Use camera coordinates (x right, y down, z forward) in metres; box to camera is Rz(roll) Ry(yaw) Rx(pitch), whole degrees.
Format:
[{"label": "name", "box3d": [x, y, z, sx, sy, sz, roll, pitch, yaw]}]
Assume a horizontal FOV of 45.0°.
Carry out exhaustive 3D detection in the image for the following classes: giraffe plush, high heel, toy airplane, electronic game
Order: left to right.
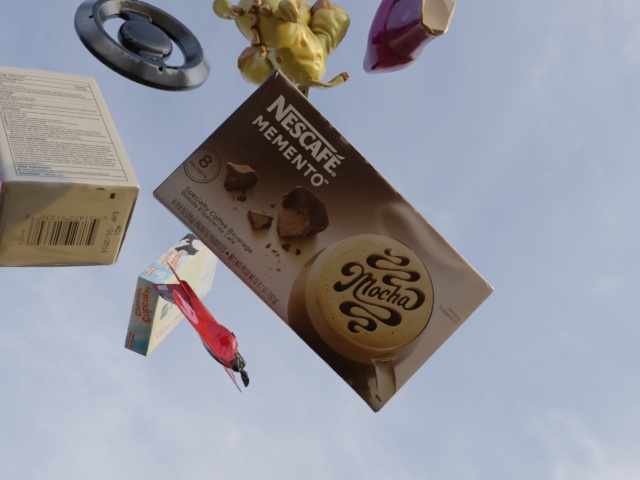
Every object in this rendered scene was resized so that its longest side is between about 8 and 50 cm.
[{"label": "electronic game", "box3d": [-0.287, -0.322, 1.261, 0.229, 0.229, 0.048, 19, -52, -23]}, {"label": "toy airplane", "box3d": [-0.104, 0.075, 0.692, 0.028, 0.151, 0.151, -39, -48, -13]}, {"label": "giraffe plush", "box3d": [-0.063, -0.303, 1.105, 0.182, 0.210, 0.170, -18, -33, 16]}, {"label": "high heel", "box3d": [0.167, -0.446, 1.266, 0.127, 0.377, 0.181, 35, -27, -21]}]

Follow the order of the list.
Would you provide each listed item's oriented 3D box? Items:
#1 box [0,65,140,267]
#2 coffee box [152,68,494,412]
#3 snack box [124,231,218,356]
[{"label": "box", "box3d": [-0.327, -0.090, 0.920, 0.149, 0.232, 0.126, 1, -49, -33]}, {"label": "coffee box", "box3d": [0.000, 0.000, 0.771, 0.168, 0.119, 0.297, -45, -85, -4]}, {"label": "snack box", "box3d": [-0.312, 0.093, 1.693, 0.060, 0.322, 0.187, 22, -62, 8]}]
